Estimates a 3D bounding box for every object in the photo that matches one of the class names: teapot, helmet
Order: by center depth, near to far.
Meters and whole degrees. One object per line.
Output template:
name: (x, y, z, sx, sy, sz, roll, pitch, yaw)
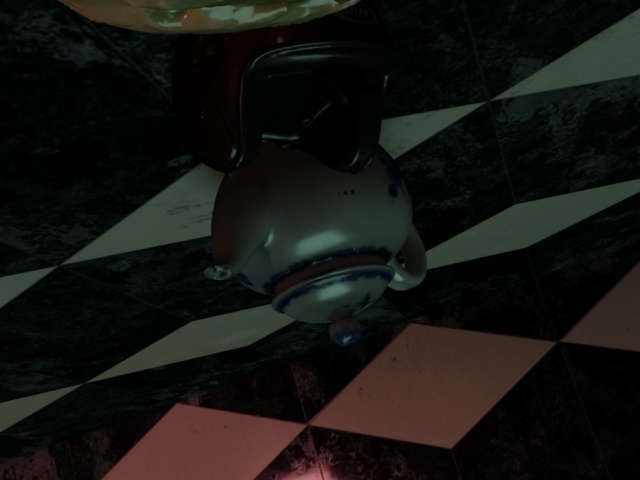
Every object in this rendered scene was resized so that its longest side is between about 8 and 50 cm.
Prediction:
helmet: (-0.036, -0.151, 0.866, 0.189, 0.193, 0.216, -2, 161, -43)
teapot: (0.000, 0.000, 1.195, 0.252, 0.279, 0.424, -29, 159, 35)

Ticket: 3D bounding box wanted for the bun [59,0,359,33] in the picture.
bun: (-0.023, -0.234, 0.514, 0.362, 0.234, 0.326, -32, 180, -18)
